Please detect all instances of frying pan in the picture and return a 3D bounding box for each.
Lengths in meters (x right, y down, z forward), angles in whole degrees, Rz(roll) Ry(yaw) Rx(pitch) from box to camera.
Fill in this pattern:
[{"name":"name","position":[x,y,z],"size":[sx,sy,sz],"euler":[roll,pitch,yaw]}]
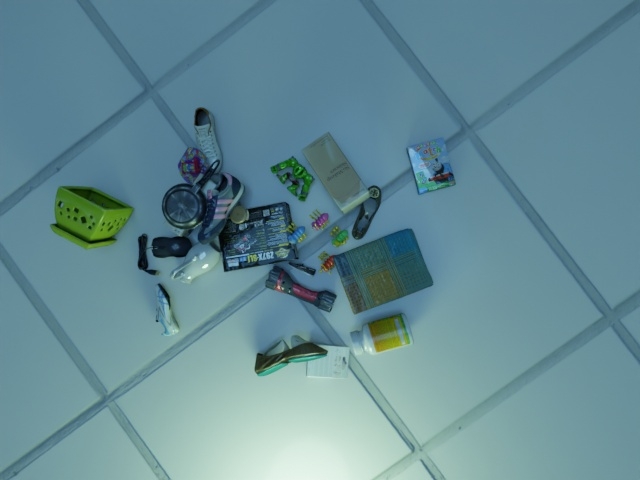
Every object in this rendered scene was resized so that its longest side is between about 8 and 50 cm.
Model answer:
[{"name":"frying pan","position":[-0.517,-0.175,1.777],"size":[0.326,0.053,0.197],"euler":[-31,92,5]}]

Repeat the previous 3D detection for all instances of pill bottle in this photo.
[{"name":"pill bottle","position":[0.255,0.403,1.792],"size":[0.246,0.136,0.136],"euler":[-16,89,3]}]

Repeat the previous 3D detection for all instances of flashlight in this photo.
[{"name":"flashlight","position":[-0.081,0.209,1.831],"size":[0.305,0.103,0.103],"euler":[21,88,4]}]

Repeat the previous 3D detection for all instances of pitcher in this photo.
[{"name":"pitcher","position":[-0.536,0.094,1.818],"size":[0.207,0.178,0.125],"euler":[-44,82,3]}]

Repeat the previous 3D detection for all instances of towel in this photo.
[{"name":"towel","position":[0.266,0.128,1.807],"size":[0.371,0.040,0.271],"euler":[-20,89,-8]}]

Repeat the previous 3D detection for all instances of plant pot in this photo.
[{"name":"plant pot","position":[-0.988,-0.094,1.827],"size":[0.227,0.228,0.207],"euler":[26,99,3]}]

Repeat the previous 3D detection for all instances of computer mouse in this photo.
[{"name":"computer mouse","position":[-0.700,0.067,1.873],"size":[0.263,0.060,0.183],"euler":[4,91,11]}]

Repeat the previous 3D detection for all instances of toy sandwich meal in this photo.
[{"name":"toy sandwich meal","position":[-0.343,-0.110,1.806],"size":[0.086,0.029,0.085],"euler":[-1,86,8]}]

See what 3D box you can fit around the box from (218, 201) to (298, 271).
[{"name":"box","position":[-0.277,-0.014,1.847],"size":[0.323,0.079,0.256],"euler":[-11,88,4]}]

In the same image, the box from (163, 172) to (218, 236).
[{"name":"box","position":[-0.550,-0.152,1.853],"size":[0.094,0.113,0.275],"euler":[37,93,2]}]

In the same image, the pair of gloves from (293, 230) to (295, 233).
[{"name":"pair of gloves","position":[-0.148,-0.023,1.879],"size":[0.074,0.010,0.083],"euler":[39,93,2]}]

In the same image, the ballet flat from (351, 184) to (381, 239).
[{"name":"ballet flat","position":[0.199,-0.120,1.835],"size":[0.084,0.058,0.249],"euler":[23,91,2]}]

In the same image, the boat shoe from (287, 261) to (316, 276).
[{"name":"boat shoe","position":[-0.081,0.119,1.857],"size":[0.125,0.046,0.038],"euler":[25,91,0]}]

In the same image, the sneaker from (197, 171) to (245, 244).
[{"name":"sneaker","position":[-0.440,-0.139,1.755],"size":[0.112,0.131,0.318],"euler":[4,61,39]}]

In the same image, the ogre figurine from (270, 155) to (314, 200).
[{"name":"ogre figurine","position":[-0.109,-0.274,1.836],"size":[0.118,0.097,0.197],"euler":[-42,76,14]}]

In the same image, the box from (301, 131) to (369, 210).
[{"name":"box","position":[0.067,-0.280,1.790],"size":[0.148,0.121,0.311],"euler":[-35,80,5]}]

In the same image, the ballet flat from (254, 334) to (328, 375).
[{"name":"ballet flat","position":[-0.136,0.478,1.818],"size":[0.343,0.116,0.123],"euler":[-23,63,19]}]

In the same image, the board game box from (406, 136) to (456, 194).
[{"name":"board game box","position":[0.474,-0.319,1.829],"size":[0.160,0.039,0.211],"euler":[-15,88,4]}]

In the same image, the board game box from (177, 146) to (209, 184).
[{"name":"board game box","position":[-0.567,-0.322,1.857],"size":[0.133,0.033,0.168],"euler":[45,118,4]}]

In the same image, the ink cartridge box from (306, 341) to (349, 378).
[{"name":"ink cartridge box","position":[0.031,0.524,1.860],"size":[0.180,0.045,0.145],"euler":[5,90,-6]}]

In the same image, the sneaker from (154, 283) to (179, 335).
[{"name":"sneaker","position":[-0.693,0.306,1.871],"size":[0.086,0.085,0.236],"euler":[-17,89,-12]}]

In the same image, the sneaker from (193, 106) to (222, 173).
[{"name":"sneaker","position":[-0.503,-0.433,1.845],"size":[0.106,0.123,0.289],"euler":[-11,91,1]}]

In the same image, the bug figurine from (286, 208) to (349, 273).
[{"name":"bug figurine","position":[0.000,0.000,1.801],"size":[0.279,0.072,0.216],"euler":[41,85,-17]}]
